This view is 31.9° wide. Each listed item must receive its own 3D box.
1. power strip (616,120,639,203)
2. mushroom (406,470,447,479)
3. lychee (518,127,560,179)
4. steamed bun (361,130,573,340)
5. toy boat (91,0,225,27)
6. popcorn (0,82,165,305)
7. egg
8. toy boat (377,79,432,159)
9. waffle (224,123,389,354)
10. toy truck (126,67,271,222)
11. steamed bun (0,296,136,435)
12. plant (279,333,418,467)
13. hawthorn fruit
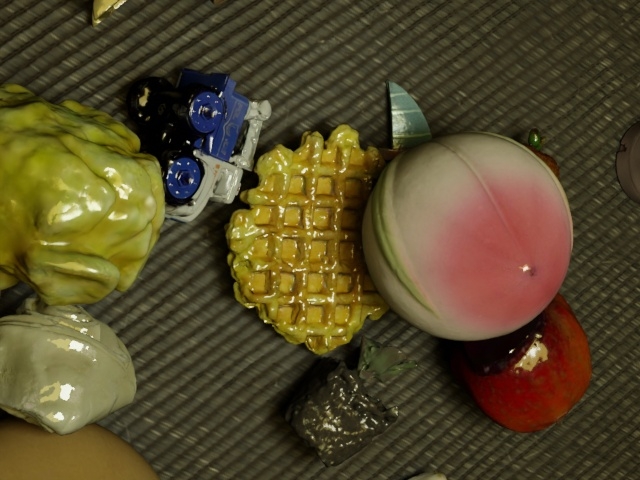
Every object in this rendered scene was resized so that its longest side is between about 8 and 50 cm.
[{"bbox_3d":[0.568,-0.126,1.832,0.154,0.078,0.154,-1,94,-19],"label":"power strip"},{"bbox_3d":[0.109,0.432,1.720,0.210,0.072,0.094,-31,102,-11],"label":"mushroom"},{"bbox_3d":[0.308,-0.101,1.721,0.114,0.114,0.146,25,92,-20],"label":"lychee"},{"bbox_3d":[0.215,0.002,1.533,0.310,0.309,0.309,-2,95,-20],"label":"steamed bun"},{"bbox_3d":[-0.128,-0.423,1.538,0.446,0.136,0.162,-30,100,-10],"label":"toy boat"},{"bbox_3d":[-0.357,-0.065,1.358,0.334,0.292,0.293,0,68,-3],"label":"popcorn"},{"bbox_3d":[-0.333,0.390,1.438,0.301,0.301,0.374,-41,118,-12],"label":"egg"},{"bbox_3d":[0.129,-0.182,1.693,0.096,0.034,0.122,-3,94,-25],"label":"toy boat"},{"bbox_3d":[0.000,0.000,1.632,0.302,0.068,0.325,-45,115,-12],"label":"waffle"},{"bbox_3d":[-0.176,-0.127,1.543,0.177,0.161,0.213,21,87,-44],"label":"toy truck"},{"bbox_3d":[-0.340,0.141,1.420,0.218,0.211,0.144,-6,111,-61],"label":"steamed bun"},{"bbox_3d":[0.047,0.229,1.652,0.131,0.142,0.203,42,90,-9],"label":"plant"},{"bbox_3d":[0.315,0.186,1.705,0.215,0.215,0.249,-40,105,-12],"label":"hawthorn fruit"}]
